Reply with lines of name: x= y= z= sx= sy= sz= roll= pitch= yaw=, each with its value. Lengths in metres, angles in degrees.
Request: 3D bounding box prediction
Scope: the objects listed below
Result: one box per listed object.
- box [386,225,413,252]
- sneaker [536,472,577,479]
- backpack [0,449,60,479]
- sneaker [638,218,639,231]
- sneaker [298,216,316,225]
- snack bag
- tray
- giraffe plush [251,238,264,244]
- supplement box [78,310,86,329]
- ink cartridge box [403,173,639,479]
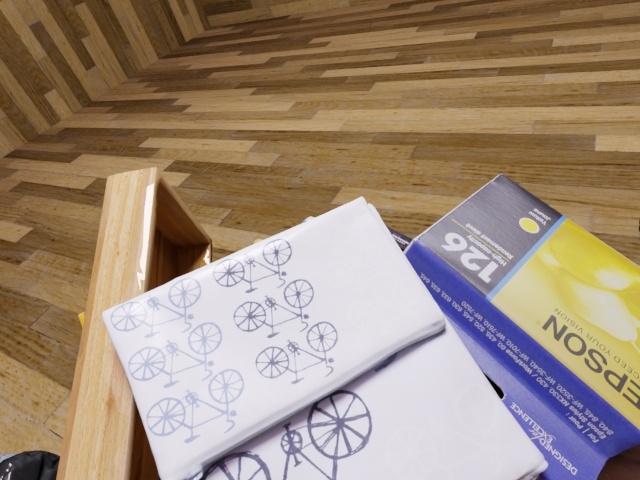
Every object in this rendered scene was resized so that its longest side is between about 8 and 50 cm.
box: x=0.148 y=0.049 z=0.644 sx=0.029 sy=0.116 sz=0.162 roll=-36 pitch=44 yaw=-23
sneaker: x=0.218 y=0.244 z=0.451 sx=0.061 sy=0.054 sz=0.152 roll=-30 pitch=42 yaw=-9
backpack: x=-0.406 y=0.344 z=0.520 sx=0.181 sy=0.152 sz=0.115 roll=-25 pitch=34 yaw=11
sneaker: x=0.595 y=0.024 z=0.482 sx=0.145 sy=0.147 sz=0.385 roll=-29 pitch=44 yaw=-15
sneaker: x=0.000 y=0.001 z=0.793 sx=0.152 sy=0.058 sz=0.084 roll=20 pitch=47 yaw=41
snack bag: x=0.003 y=0.146 z=0.393 sx=0.322 sy=0.037 sz=0.343 roll=-23 pitch=69 yaw=-19
tray: x=-0.207 y=0.138 z=0.510 sx=0.076 sy=0.203 sz=0.412 roll=-10 pitch=61 yaw=3
giraffe plush: x=-0.042 y=0.109 z=0.629 sx=0.181 sy=0.210 sz=0.171 roll=14 pitch=78 yaw=38
supplement box: x=-0.293 y=0.139 z=0.702 sx=0.188 sy=0.081 sz=0.104 roll=-21 pitch=85 yaw=-3
ink cartridge box: x=0.259 y=0.077 z=0.496 sx=0.307 sy=0.072 sz=0.303 roll=-32 pitch=66 yaw=-33
